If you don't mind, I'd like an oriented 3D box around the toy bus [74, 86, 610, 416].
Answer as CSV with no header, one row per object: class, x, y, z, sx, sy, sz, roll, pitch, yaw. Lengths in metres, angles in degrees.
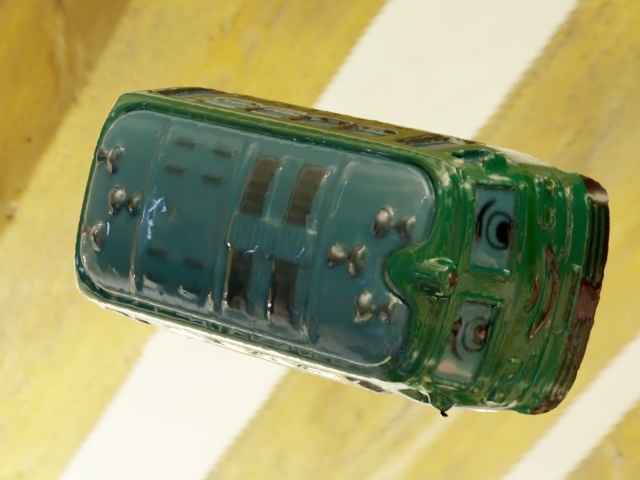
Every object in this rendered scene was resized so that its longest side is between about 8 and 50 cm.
toy bus,0.000,0.000,1.234,0.199,0.344,0.183,9,-87,-56
